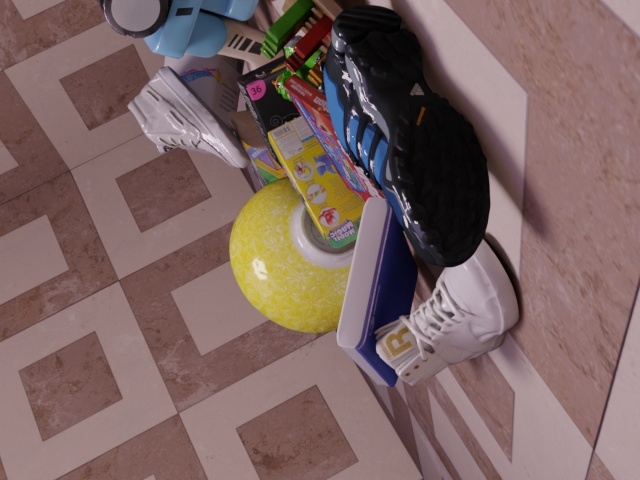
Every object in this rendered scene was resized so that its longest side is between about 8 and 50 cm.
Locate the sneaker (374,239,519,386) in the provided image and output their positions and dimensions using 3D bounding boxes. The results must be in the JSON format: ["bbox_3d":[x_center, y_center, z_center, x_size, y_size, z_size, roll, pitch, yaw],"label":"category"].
[{"bbox_3d":[0.153,0.109,1.178,0.108,0.169,0.293,61,172,27],"label":"sneaker"}]

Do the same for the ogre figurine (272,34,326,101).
[{"bbox_3d":[-0.002,-0.229,1.350,0.118,0.097,0.197,42,-176,19],"label":"ogre figurine"}]

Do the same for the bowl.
[{"bbox_3d":[0.000,0.000,1.576,0.290,0.289,0.156,61,155,10],"label":"bowl"}]

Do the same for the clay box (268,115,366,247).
[{"bbox_3d":[0.021,-0.103,1.489,0.222,0.127,0.053,62,173,9],"label":"clay box"}]

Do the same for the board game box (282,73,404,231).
[{"bbox_3d":[0.049,-0.115,1.303,0.145,0.027,0.281,39,172,33],"label":"board game box"}]

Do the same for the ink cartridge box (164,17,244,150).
[{"bbox_3d":[-0.242,-0.326,1.893,0.201,0.117,0.278,9,-91,-81],"label":"ink cartridge box"}]

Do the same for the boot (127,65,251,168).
[{"bbox_3d":[-0.252,-0.202,1.741,0.258,0.123,0.095,48,-173,14],"label":"boot"}]

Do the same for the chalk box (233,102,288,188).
[{"bbox_3d":[-0.100,-0.208,1.982,0.213,0.132,0.132,61,174,18],"label":"chalk box"}]

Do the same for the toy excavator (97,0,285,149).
[{"bbox_3d":[-0.188,-0.397,1.640,0.433,0.445,0.222,-68,30,22],"label":"toy excavator"}]

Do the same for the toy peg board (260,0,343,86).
[{"bbox_3d":[-0.001,-0.234,1.153,0.160,0.079,0.161,44,175,-6],"label":"toy peg board"}]

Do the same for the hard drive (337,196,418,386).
[{"bbox_3d":[0.093,0.089,1.373,0.319,0.040,0.210,55,-134,-68],"label":"hard drive"}]

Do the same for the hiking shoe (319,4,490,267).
[{"bbox_3d":[0.089,-0.103,0.994,0.132,0.113,0.304,123,131,-62],"label":"hiking shoe"}]

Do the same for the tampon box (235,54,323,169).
[{"bbox_3d":[-0.054,-0.227,1.593,0.161,0.120,0.101,65,173,-24],"label":"tampon box"}]
